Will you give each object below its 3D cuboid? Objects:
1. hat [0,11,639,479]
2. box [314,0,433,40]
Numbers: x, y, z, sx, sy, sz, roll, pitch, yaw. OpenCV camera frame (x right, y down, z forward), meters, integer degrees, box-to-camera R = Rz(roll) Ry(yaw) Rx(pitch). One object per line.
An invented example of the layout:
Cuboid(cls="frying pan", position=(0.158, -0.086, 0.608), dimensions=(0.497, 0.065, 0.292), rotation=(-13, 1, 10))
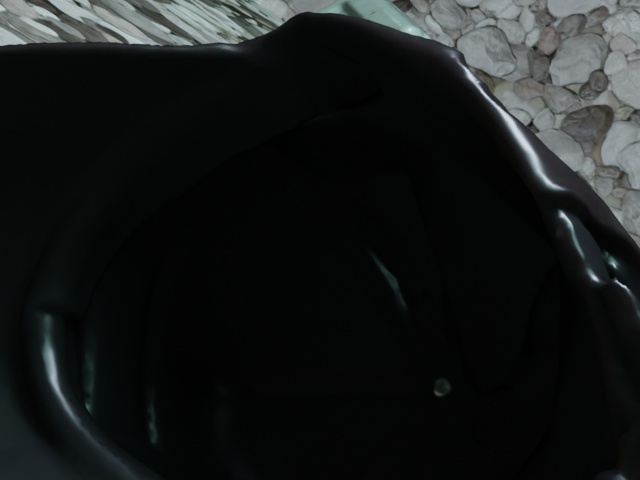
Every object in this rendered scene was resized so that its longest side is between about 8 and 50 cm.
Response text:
Cuboid(cls="hat", position=(-0.027, 0.048, 0.617), dimensions=(0.336, 0.238, 0.209), rotation=(4, -17, 13))
Cuboid(cls="box", position=(0.050, -0.096, 1.316), dimensions=(0.182, 0.175, 0.312), rotation=(59, 3, -19))
